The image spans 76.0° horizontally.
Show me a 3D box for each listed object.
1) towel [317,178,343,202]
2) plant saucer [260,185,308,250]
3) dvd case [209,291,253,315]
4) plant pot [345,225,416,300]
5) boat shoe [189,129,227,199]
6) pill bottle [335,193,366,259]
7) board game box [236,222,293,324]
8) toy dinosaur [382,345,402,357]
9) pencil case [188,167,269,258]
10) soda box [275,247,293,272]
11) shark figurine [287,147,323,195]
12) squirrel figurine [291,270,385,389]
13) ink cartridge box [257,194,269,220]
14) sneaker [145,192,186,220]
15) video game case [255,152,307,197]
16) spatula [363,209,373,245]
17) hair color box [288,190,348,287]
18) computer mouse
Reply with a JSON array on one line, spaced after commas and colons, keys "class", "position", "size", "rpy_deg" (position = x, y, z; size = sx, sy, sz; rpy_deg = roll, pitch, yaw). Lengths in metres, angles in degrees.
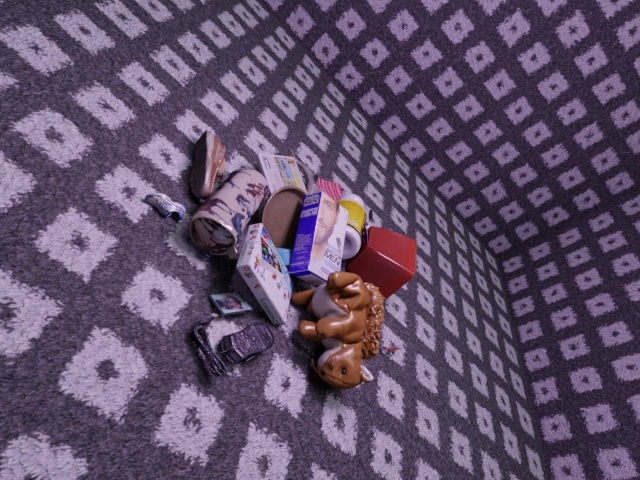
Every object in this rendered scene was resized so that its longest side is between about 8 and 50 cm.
[{"class": "towel", "position": [0.042, -0.237, 2.125], "size": [0.275, 0.031, 0.199], "rpy_deg": [7, 57, -49]}, {"class": "plant saucer", "position": [-0.132, -0.081, 1.641], "size": [0.278, 0.041, 0.278], "rpy_deg": [-10, 104, -44]}, {"class": "dvd case", "position": [-0.285, 0.201, 1.313], "size": [0.087, 0.013, 0.119], "rpy_deg": [44, 23, 30]}, {"class": "plant pot", "position": [0.274, 0.093, 1.944], "size": [0.235, 0.267, 0.267], "rpy_deg": [33, 37, -10]}, {"class": "boat shoe", "position": [-0.402, -0.276, 1.522], "size": [0.116, 0.123, 0.324], "rpy_deg": [29, 43, -37]}, {"class": "pill bottle", "position": [0.118, -0.079, 1.936], "size": [0.188, 0.188, 0.334], "rpy_deg": [43, 35, -18]}, {"class": "board game box", "position": [-0.178, 0.118, 1.393], "size": [0.193, 0.053, 0.305], "rpy_deg": [-82, 157, -47]}, {"class": "toy dinosaur", "position": [0.306, 0.476, 1.802], "size": [0.047, 0.090, 0.082], "rpy_deg": [57, -2, 32]}, {"class": "pencil case", "position": [-0.305, -0.110, 1.442], "size": [0.183, 0.160, 0.410], "rpy_deg": [58, 27, -24]}, {"class": "soda box", "position": [-0.124, 0.081, 1.601], "size": [0.210, 0.067, 0.071], "rpy_deg": [9, 56, -48]}, {"class": "shark figurine", "position": [-0.058, -0.316, 1.961], "size": [0.166, 0.116, 0.278], "rpy_deg": [-18, 80, -35]}, {"class": "squirrel figurine", "position": [0.113, 0.341, 1.500], "size": [0.397, 0.281, 0.370], "rpy_deg": [11, 59, -44]}, {"class": "ink cartridge box", "position": [-0.171, -0.137, 1.721], "size": [0.190, 0.082, 0.140], "rpy_deg": [14, 51, -43]}, {"class": "sneaker", "position": [-0.496, -0.107, 1.315], "size": [0.135, 0.052, 0.058], "rpy_deg": [26, 47, -36]}, {"class": "video game case", "position": [-0.155, -0.255, 1.717], "size": [0.206, 0.026, 0.227], "rpy_deg": [-5, 70, -47]}, {"class": "spatula", "position": [0.224, -0.074, 1.908], "size": [0.296, 0.030, 0.084], "rpy_deg": [-65, 153, -59]}, {"class": "hair color box", "position": [0.000, 0.000, 1.620], "size": [0.185, 0.110, 0.339], "rpy_deg": [33, 55, -42]}, {"class": "computer mouse", "position": [-0.271, 0.296, 1.247], "size": [0.184, 0.060, 0.262], "rpy_deg": [52, 34, 13]}]
